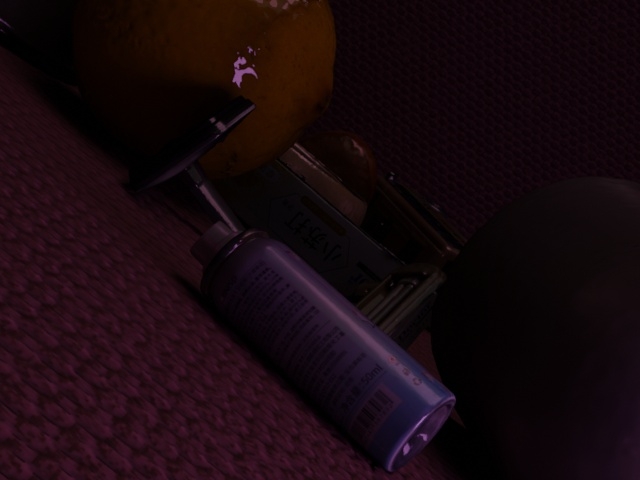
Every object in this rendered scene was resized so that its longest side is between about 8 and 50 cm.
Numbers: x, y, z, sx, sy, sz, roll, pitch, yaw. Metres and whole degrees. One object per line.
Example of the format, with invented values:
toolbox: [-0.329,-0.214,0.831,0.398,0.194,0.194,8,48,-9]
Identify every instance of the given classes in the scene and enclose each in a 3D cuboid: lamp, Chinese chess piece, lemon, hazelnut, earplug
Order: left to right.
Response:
lemon: [-0.120,-0.199,1.347,0.293,0.293,0.293,39,6,-5]
lamp: [-0.049,0.006,1.156,0.283,0.124,0.203,42,26,2]
Chinese chess piece: [-0.056,-0.083,1.671,0.250,0.103,0.250,39,4,-3]
hazelnut: [0.008,-0.095,1.899,0.150,0.150,0.150,39,6,-5]
earplug: [0.279,0.133,1.137,0.313,0.312,0.394,38,8,-12]

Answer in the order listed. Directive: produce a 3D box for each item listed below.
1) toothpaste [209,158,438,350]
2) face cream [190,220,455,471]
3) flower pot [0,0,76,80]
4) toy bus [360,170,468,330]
toothpaste: [0.000,0.000,1.458,0.313,0.089,0.071,41,-1,24]
face cream: [-0.007,0.068,0.963,0.229,0.075,0.075,42,7,20]
flower pot: [-0.289,-0.390,1.473,0.294,0.330,0.293,40,6,-5]
toy bus: [0.134,0.015,1.928,0.157,0.139,0.289,29,14,-34]
